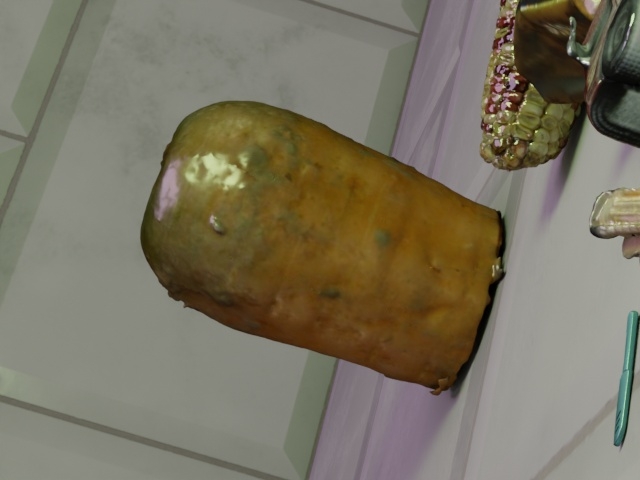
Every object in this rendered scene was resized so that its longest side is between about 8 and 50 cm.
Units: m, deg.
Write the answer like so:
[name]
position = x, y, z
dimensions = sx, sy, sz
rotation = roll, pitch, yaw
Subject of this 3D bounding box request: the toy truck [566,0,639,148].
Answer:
[toy truck]
position = 0.211, -0.174, 0.728
dimensions = 0.135, 0.114, 0.270
rotation = -80, 9, -62

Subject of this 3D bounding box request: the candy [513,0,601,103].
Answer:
[candy]
position = 0.195, -0.147, 0.954
dimensions = 0.143, 0.101, 0.271
rotation = -55, 7, -4

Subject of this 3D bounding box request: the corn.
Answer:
[corn]
position = 0.197, -0.192, 1.292
dimensions = 0.098, 0.098, 0.290
rotation = 126, 157, -81

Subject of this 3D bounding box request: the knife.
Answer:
[knife]
position = 0.179, 0.081, 0.907
dimensions = 0.014, 0.005, 0.091
rotation = 113, 172, -55

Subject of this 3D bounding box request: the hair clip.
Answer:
[hair clip]
position = 0.187, -0.013, 0.687
dimensions = 0.062, 0.056, 0.214
rotation = -66, 10, -8

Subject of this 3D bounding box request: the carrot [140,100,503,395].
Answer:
[carrot]
position = 0.000, 0.000, 1.518
dimensions = 0.224, 0.340, 0.224
rotation = 19, -90, -89
